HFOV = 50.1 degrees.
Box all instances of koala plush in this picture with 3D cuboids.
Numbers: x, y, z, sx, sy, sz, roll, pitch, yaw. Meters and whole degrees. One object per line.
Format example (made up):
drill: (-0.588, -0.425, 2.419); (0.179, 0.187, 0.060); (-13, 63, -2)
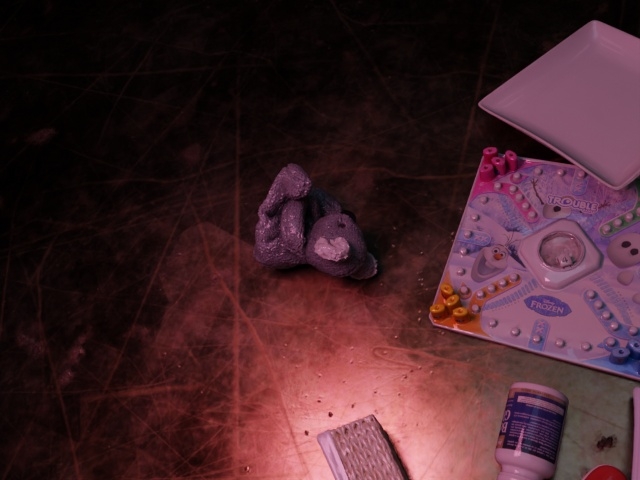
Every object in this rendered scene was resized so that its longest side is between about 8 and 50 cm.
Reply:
koala plush: (0.000, 0.000, 1.329); (0.221, 0.196, 0.203); (30, 86, 29)

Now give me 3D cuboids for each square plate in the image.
square plate: (0.552, -0.268, 1.333); (0.344, 0.049, 0.347); (-36, 52, -12)

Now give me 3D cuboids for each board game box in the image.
board game box: (0.436, 0.018, 1.245); (0.390, 0.050, 0.389); (13, 67, 24)

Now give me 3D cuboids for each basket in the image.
basket: (0.081, 0.383, 1.127); (0.103, 0.113, 0.167); (-28, 58, 0)

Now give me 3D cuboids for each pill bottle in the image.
pill bottle: (0.331, 0.320, 1.088); (0.094, 0.094, 0.169); (11, 66, 23)

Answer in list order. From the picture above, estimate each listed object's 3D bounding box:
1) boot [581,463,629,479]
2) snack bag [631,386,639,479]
boot: (0.376, 0.420, 0.972); (0.089, 0.176, 0.244); (24, 70, 30)
snack bag: (0.604, 0.348, 0.946); (0.343, 0.037, 0.323); (10, 44, 20)
